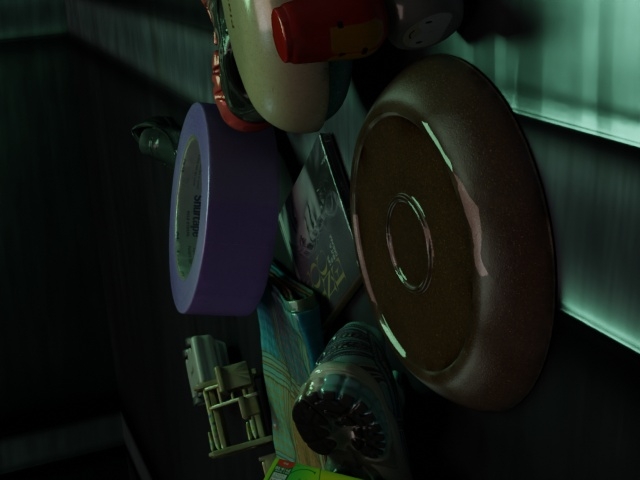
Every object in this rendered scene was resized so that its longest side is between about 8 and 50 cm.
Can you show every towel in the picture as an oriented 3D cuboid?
[{"bbox_3d":[-0.029,0.222,1.283,0.271,0.040,0.370,-152,53,-71],"label":"towel"}]

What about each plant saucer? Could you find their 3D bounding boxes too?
[{"bbox_3d":[0.093,-0.001,0.856,0.310,0.050,0.310,169,90,-71],"label":"plant saucer"}]

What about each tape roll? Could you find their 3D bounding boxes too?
[{"bbox_3d":[-0.132,-0.039,1.304,0.275,0.090,0.274,-175,90,-72],"label":"tape roll"}]

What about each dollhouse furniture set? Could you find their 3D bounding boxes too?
[{"bbox_3d":[-0.124,0.281,1.438,0.161,0.101,0.182,73,-178,-75],"label":"dollhouse furniture set"}]

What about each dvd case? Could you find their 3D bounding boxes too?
[{"bbox_3d":[0.000,0.000,1.153,0.221,0.018,0.164,120,136,-62],"label":"dvd case"}]

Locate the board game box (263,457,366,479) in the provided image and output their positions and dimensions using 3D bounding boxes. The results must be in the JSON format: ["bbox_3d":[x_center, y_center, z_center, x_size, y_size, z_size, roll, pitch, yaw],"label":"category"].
[{"bbox_3d":[0.037,0.269,0.960,0.181,0.043,0.092,6,137,32],"label":"board game box"}]

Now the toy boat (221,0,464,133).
[{"bbox_3d":[0.003,-0.212,0.882,0.318,0.148,0.267,-129,28,-63],"label":"toy boat"}]

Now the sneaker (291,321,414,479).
[{"bbox_3d":[0.056,0.195,1.014,0.283,0.110,0.122,79,-155,-45],"label":"sneaker"}]

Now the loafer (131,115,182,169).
[{"bbox_3d":[-0.274,-0.164,1.735,0.223,0.078,0.076,-138,41,-60],"label":"loafer"}]

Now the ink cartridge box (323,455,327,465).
[{"bbox_3d":[0.032,0.267,1.132,0.029,0.063,0.115,-2,100,26],"label":"ink cartridge box"}]

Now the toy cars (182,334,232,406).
[{"bbox_3d":[-0.182,0.126,1.632,0.176,0.087,0.393,-120,24,-55],"label":"toy cars"}]

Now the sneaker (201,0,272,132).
[{"bbox_3d":[-0.082,-0.261,1.133,0.135,0.098,0.276,-170,68,-69],"label":"sneaker"}]
